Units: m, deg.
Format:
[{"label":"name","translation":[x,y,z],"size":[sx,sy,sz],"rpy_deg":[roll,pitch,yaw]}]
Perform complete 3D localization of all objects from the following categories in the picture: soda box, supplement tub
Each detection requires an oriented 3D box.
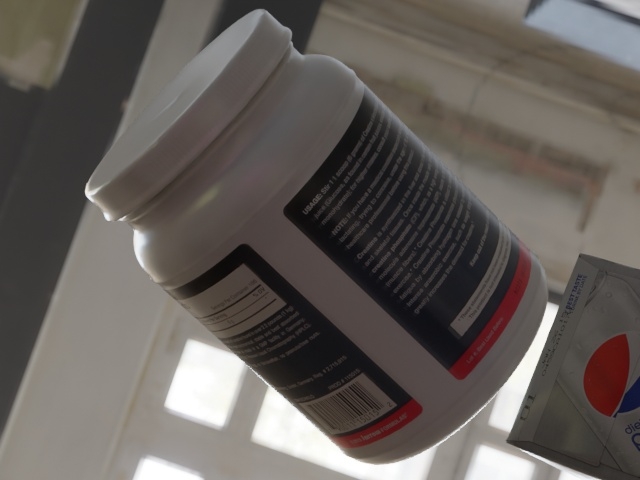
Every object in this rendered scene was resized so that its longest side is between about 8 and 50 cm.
[{"label":"soda box","translation":[0.210,0.103,0.780],"size":[0.091,0.098,0.286],"rpy_deg":[17,172,41]},{"label":"supplement tub","translation":[0.000,0.000,1.046],"size":[0.272,0.191,0.191],"rpy_deg":[44,168,-15]}]
